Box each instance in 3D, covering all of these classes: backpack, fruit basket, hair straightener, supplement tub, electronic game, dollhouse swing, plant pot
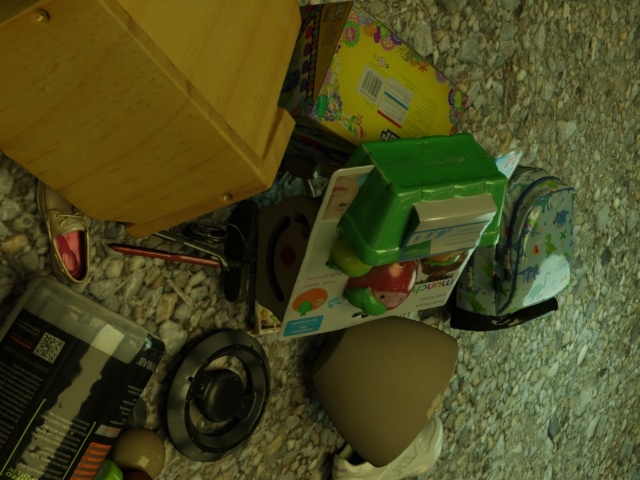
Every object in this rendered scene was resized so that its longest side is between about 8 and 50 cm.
[{"bbox_3d":[0.429,0.007,1.605,0.290,0.273,0.356,-10,93,-33],"label":"backpack"},{"bbox_3d":[0.120,0.019,1.065,0.327,0.165,0.353,-8,133,-27],"label":"fruit basket"},{"bbox_3d":[-0.203,-0.007,1.116,0.230,0.047,0.089,12,90,-21],"label":"hair straightener"},{"bbox_3d":[-0.372,0.234,0.953,0.207,0.207,0.338,39,73,-39],"label":"supplement tub"},{"bbox_3d":[-0.171,0.265,1.241,0.229,0.048,0.229,-10,104,-47],"label":"electronic game"},{"bbox_3d":[-0.219,-0.249,0.910,0.347,0.315,0.305,46,33,-47],"label":"dollhouse swing"},{"bbox_3d":[0.097,0.249,1.357,0.191,0.284,0.284,34,73,-4],"label":"plant pot"}]

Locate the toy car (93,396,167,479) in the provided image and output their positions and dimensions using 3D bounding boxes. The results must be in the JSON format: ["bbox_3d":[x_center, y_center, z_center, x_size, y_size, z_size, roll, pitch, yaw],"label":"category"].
[{"bbox_3d":[-0.300,0.342,1.120,0.155,0.149,0.188,63,30,-34],"label":"toy car"}]

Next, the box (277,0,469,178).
[{"bbox_3d":[0.023,-0.221,1.154,0.290,0.279,0.177,25,83,-41],"label":"box"}]

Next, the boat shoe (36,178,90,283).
[{"bbox_3d":[-0.352,-0.019,1.014,0.063,0.059,0.170,-20,112,-37],"label":"boat shoe"}]

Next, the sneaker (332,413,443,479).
[{"bbox_3d":[0.148,0.433,1.513,0.305,0.114,0.152,-26,117,-35],"label":"sneaker"}]

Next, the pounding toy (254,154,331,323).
[{"bbox_3d":[0.000,0.000,1.178,0.155,0.154,0.270,-5,102,-46],"label":"pounding toy"}]

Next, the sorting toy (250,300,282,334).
[{"bbox_3d":[-0.095,0.128,1.287,0.083,0.045,0.075,1,81,-49],"label":"sorting toy"}]

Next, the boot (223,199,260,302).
[{"bbox_3d":[-0.068,0.031,1.267,0.208,0.076,0.190,5,96,-40],"label":"boot"}]
